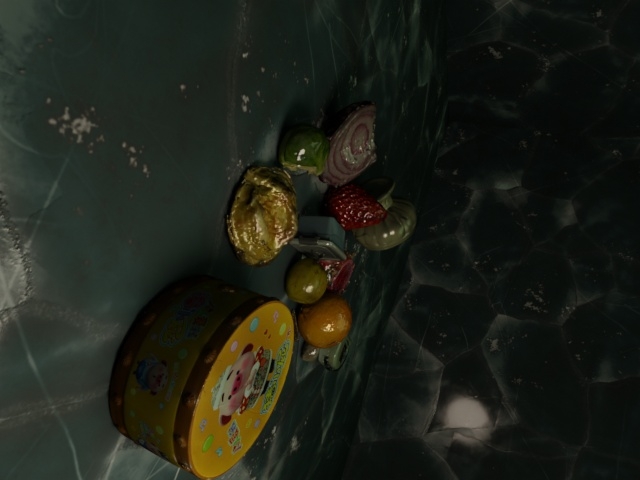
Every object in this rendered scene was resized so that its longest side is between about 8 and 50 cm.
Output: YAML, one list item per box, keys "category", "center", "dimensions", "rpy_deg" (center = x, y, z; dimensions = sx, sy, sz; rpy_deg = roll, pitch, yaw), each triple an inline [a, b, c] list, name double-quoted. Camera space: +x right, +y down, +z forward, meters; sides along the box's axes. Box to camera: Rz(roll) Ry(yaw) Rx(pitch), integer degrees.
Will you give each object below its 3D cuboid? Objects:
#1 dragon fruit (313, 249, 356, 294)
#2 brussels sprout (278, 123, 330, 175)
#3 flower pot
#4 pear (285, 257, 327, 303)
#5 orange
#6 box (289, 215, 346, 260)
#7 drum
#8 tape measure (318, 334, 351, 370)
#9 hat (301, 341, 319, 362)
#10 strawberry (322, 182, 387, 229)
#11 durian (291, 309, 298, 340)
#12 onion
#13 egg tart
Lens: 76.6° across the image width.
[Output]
- category: "dragon fruit"
  center: [0.055, 0.126, 1.651]
  dimensions: [0.211, 0.147, 0.282]
  rpy_deg: [-70, 155, -15]
- category: "brussels sprout"
  center: [-0.042, -0.270, 1.204]
  dimensions: [0.183, 0.131, 0.145]
  rpy_deg: [-1, 109, -62]
- category: "flower pot"
  center: [0.260, -0.132, 1.815]
  dimensions: [0.307, 0.307, 0.244]
  rpy_deg: [-55, 130, -40]
- category: "pear"
  center: [-0.047, 0.143, 1.421]
  dimensions: [0.162, 0.149, 0.149]
  rpy_deg: [-65, 156, -12]
- category: "orange"
  center: [0.015, 0.298, 1.534]
  dimensions: [0.193, 0.219, 0.219]
  rpy_deg: [48, 55, -34]
- category: "box"
  center: [0.000, 0.000, 1.437]
  dimensions: [0.227, 0.162, 0.130]
  rpy_deg: [45, 52, -64]
- category: "drum"
  center: [-0.250, 0.308, 0.959]
  dimensions: [0.431, 0.214, 0.431]
  rpy_deg: [14, 90, -68]
- category: "tape measure"
  center: [0.081, 0.550, 2.004]
  dimensions: [0.235, 0.115, 0.207]
  rpy_deg: [64, 43, -58]
- category: "hat"
  center: [-0.017, 0.415, 1.746]
  dimensions: [0.144, 0.173, 0.166]
  rpy_deg: [26, 123, -37]
- category: "strawberry"
  center: [0.136, -0.118, 1.565]
  dimensions: [0.205, 0.244, 0.205]
  rpy_deg: [-46, 144, -47]
- category: "durian"
  center: [-0.098, 0.328, 1.531]
  dimensions: [0.066, 0.052, 0.130]
  rpy_deg: [-30, 120, -54]
- category: "onion"
  center: [0.073, -0.350, 1.439]
  dimensions: [0.280, 0.146, 0.314]
  rpy_deg: [-33, 148, -24]
- category: "egg tart"
  center: [-0.138, -0.062, 1.125]
  dimensions: [0.297, 0.132, 0.297]
  rpy_deg: [-30, 125, -56]
